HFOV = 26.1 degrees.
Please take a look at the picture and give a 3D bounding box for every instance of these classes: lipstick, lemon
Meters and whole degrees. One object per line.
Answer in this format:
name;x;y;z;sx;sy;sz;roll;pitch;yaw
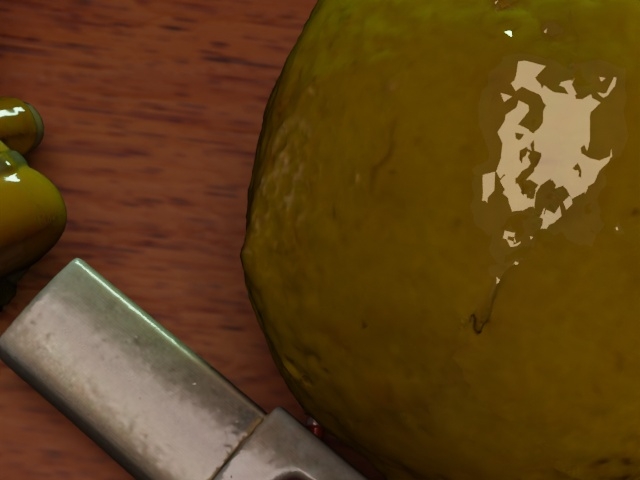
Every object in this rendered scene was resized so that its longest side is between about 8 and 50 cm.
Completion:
lipstick;-0.039;0.113;0.662;0.253;0.077;0.079;40;74;9
lemon;0.092;-0.018;0.622;0.260;0.260;0.284;40;93;8

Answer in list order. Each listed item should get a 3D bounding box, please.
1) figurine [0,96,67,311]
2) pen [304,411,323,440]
figurine;-0.229;-0.077;0.660;0.257;0.167;0.192;44;61;6
pen;0.000;0.000;0.726;0.026;0.026;0.218;2;73;-4
